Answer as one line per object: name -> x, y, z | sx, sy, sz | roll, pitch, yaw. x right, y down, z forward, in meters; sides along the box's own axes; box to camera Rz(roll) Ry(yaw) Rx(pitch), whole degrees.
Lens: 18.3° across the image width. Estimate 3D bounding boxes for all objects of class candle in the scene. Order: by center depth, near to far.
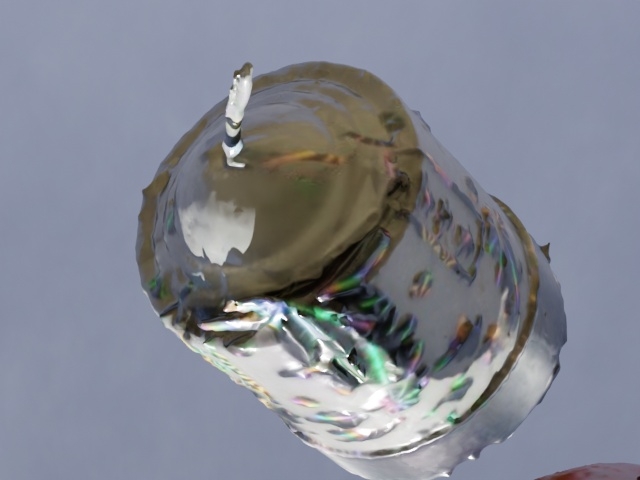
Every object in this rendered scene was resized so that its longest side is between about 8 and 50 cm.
candle -> 0.000, 0.000, 1.091 | 0.187, 0.330, 0.187 | -17, -126, 24

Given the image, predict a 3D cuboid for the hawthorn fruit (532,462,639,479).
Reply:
hawthorn fruit -> 0.162, 0.268, 0.967 | 0.307, 0.276, 0.276 | 38, -110, -14
